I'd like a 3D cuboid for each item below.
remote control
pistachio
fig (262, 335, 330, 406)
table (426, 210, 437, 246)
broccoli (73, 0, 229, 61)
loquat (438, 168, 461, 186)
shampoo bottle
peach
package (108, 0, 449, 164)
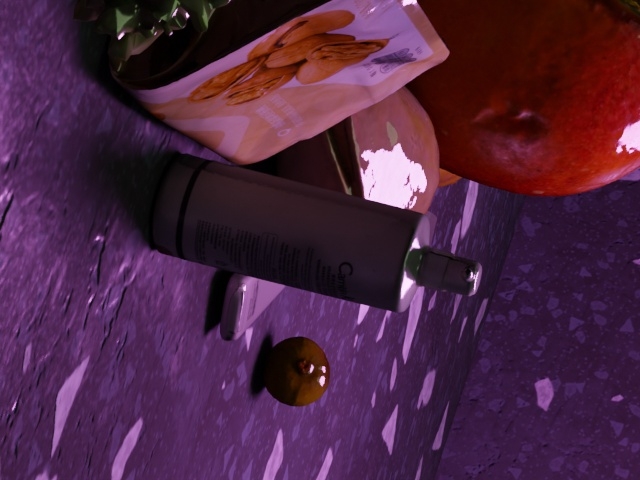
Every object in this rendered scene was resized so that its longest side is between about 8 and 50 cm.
[{"bbox_3d":[-0.056,0.031,1.786,0.261,0.029,0.067,-48,150,-69],"label":"remote control"},{"bbox_3d":[0.032,-0.079,1.743,0.260,0.163,0.212,40,31,-74],"label":"pistachio"},{"bbox_3d":[-0.028,0.143,1.932,0.088,0.074,0.074,132,-22,-68],"label":"fig"},{"bbox_3d":[0.059,-0.020,1.980,0.133,0.134,0.043,50,53,-75],"label":"table"},{"bbox_3d":[-0.081,-0.270,0.745,0.348,0.281,0.293,90,19,-65],"label":"broccoli"},{"bbox_3d":[0.125,-0.125,2.169,0.141,0.141,0.141,14,90,-78],"label":"loquat"},{"bbox_3d":[0.000,0.000,1.440,0.085,0.262,0.085,14,90,-77],"label":"shampoo bottle"},{"bbox_3d":[0.198,-0.221,1.921,0.310,0.406,0.335,-52,-169,28],"label":"peach"},{"bbox_3d":[-0.044,-0.190,1.389,0.165,0.221,0.311,65,9,12],"label":"package"}]
